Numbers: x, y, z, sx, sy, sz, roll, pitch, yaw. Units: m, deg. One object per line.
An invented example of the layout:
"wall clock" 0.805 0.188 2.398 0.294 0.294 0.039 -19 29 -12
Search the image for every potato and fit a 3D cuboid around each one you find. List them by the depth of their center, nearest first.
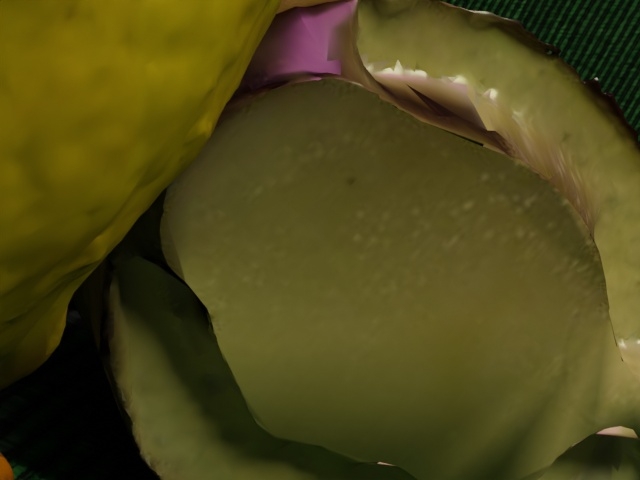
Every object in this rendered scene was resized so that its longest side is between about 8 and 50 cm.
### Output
"potato" 0.000 0.000 0.770 0.285 0.242 0.242 16 18 -37

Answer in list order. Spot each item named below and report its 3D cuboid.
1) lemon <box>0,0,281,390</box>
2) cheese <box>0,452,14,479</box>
"lemon" -0.185 -0.119 0.500 0.350 0.350 0.387 18 -2 -44
"cheese" -0.108 0.079 0.621 0.111 0.017 0.047 35 16 20
